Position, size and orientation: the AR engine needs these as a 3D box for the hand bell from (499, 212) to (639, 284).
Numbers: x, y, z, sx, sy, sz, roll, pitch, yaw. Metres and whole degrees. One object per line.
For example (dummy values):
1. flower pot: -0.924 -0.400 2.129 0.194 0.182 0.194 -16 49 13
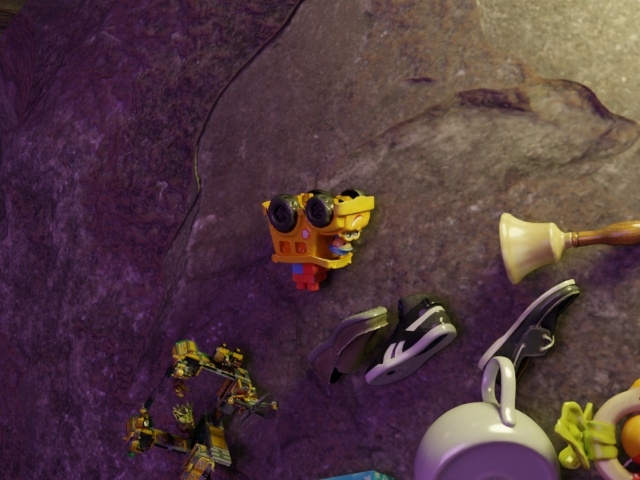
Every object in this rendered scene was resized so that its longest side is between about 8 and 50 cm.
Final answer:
1. hand bell: 0.431 -0.003 1.273 0.242 0.126 0.126 -10 77 28

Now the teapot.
1. teapot: 0.268 0.360 1.289 0.256 0.253 0.187 -32 19 11

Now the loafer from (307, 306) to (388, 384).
1. loafer: 0.066 0.213 1.537 0.087 0.094 0.251 61 141 18

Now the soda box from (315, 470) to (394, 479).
1. soda box: 0.044 0.509 1.523 0.210 0.071 0.067 -22 51 37

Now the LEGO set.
1. LEGO set: -0.278 0.404 1.701 0.331 0.255 0.192 -50 27 10

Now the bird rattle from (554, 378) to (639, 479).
1. bird rattle: 0.480 0.329 1.158 0.207 0.143 0.253 -47 58 6

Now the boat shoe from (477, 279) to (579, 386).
1. boat shoe: 0.366 0.162 1.305 0.079 0.084 0.233 51 121 30

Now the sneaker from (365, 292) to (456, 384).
1. sneaker: 0.161 0.183 1.488 0.217 0.079 0.121 -40 50 29

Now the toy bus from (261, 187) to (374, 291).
1. toy bus: 0.000 0.000 1.610 0.220 0.149 0.212 0 97 38
